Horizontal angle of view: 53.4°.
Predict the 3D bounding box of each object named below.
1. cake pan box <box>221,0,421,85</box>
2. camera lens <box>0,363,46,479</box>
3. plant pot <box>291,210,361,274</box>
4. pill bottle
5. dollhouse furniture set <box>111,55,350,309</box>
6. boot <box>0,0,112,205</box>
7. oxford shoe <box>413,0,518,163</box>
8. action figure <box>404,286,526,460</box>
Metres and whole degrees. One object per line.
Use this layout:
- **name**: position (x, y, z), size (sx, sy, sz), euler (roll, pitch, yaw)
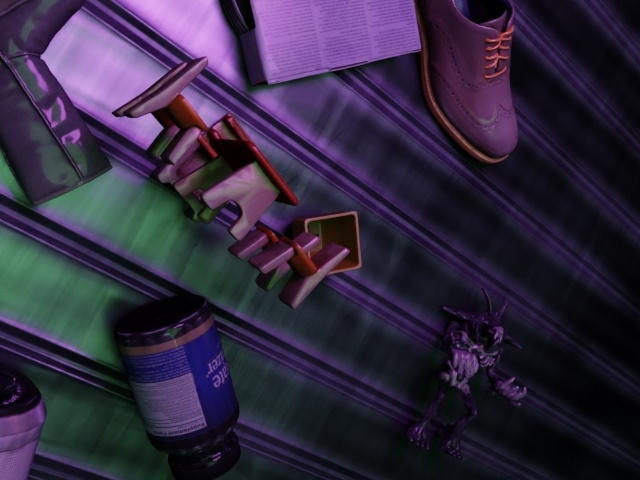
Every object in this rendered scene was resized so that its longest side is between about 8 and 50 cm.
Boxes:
- **cake pan box**: position (-0.002, -0.351, 0.854), size (0.267, 0.070, 0.246), euler (-20, 104, -24)
- **camera lens**: position (-0.418, 0.255, 0.638), size (0.219, 0.219, 0.274), euler (16, 90, -29)
- **plant pot**: position (0.000, 0.000, 0.896), size (0.081, 0.083, 0.081), euler (-10, 102, -25)
- **pill bottle**: position (-0.174, 0.190, 0.812), size (0.123, 0.123, 0.219), euler (-20, 107, -24)
- **dollhouse furniture set**: position (-0.099, -0.083, 0.733), size (0.135, 0.259, 0.262), euler (-43, 115, -13)
- **boot**: position (-0.299, -0.169, 0.721), size (0.189, 0.076, 0.208), euler (-31, 104, -5)
- **oxford shoe**: position (0.227, -0.275, 0.946), size (0.130, 0.133, 0.364), euler (-37, 113, -19)
- **action figure**: position (0.249, 0.215, 1.029), size (0.164, 0.141, 0.276), euler (27, 86, -17)
